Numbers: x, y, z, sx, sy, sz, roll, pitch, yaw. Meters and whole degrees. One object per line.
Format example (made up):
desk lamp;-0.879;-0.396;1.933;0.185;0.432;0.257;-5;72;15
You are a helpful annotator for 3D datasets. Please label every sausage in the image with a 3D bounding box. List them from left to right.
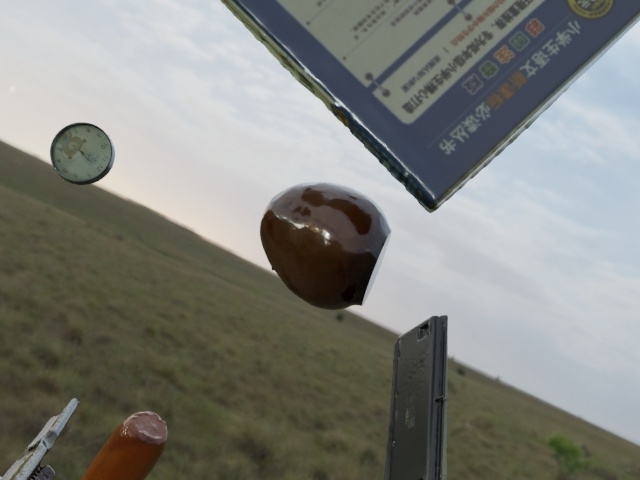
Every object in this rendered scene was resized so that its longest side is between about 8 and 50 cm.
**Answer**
sausage;-0.278;0.318;1.147;0.076;0.197;0.076;32;15;-9

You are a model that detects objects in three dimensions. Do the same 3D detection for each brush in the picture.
brush;-0.268;0.211;0.795;0.036;0.043;0.248;58;2;-9

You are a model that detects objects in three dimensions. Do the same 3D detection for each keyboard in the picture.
keyboard;0.109;0.190;0.927;0.025;0.230;0.094;29;-43;-24

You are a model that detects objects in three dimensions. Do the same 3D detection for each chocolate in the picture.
chocolate;0.000;0.000;0.859;0.133;0.127;0.124;18;38;6

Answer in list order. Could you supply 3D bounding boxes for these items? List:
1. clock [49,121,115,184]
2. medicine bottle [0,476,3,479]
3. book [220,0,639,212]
clock;-0.314;-0.115;1.112;0.085;0.085;0.017;25;-9;0
medicine bottle;-0.529;0.395;1.263;0.426;0.108;0.108;18;0;-23
book;0.065;-0.276;0.807;0.428;0.300;0.039;47;-7;9
